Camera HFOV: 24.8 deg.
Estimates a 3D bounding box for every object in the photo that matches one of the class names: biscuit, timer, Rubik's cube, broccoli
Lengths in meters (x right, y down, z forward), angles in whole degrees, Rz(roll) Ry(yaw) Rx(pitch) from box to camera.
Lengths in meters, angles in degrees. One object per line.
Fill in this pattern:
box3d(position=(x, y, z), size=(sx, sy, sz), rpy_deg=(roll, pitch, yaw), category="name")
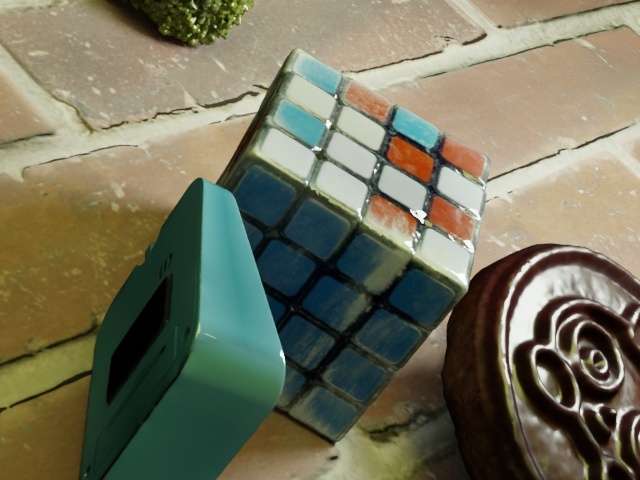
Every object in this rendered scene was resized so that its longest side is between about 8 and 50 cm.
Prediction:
box3d(position=(0.309, 0.187, 1.592), size=(0.407, 0.091, 0.407), rpy_deg=(23, 51, -31), category="biscuit")
box3d(position=(-0.127, 0.095, 1.302), size=(0.091, 0.232, 0.250), rpy_deg=(21, 37, -23), category="timer")
box3d(position=(0.001, 0.001, 1.509), size=(0.256, 0.259, 0.253), rpy_deg=(31, 32, -6), category="Rubik's cube")
box3d(position=(-0.200, -0.360, 1.934), size=(0.180, 0.273, 0.242), rpy_deg=(-37, 82, -10), category="broccoli")
